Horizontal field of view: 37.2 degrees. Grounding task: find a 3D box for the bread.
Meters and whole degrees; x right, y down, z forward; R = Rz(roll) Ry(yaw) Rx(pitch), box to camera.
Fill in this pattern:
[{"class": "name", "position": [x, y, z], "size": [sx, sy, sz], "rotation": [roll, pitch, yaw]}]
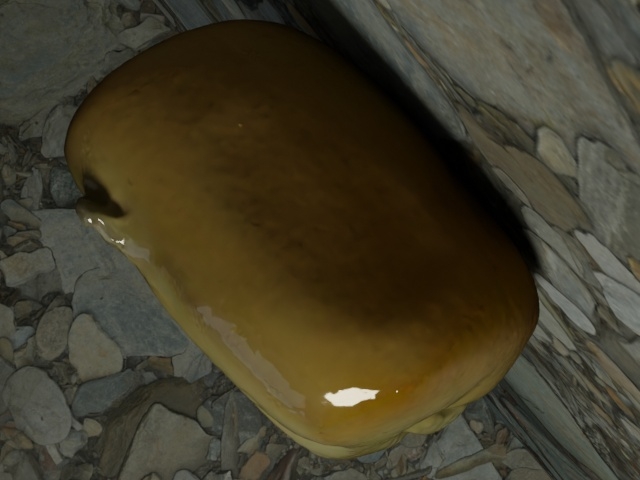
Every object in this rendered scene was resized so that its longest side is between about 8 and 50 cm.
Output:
[{"class": "bread", "position": [0.000, 0.000, 0.817], "size": [0.376, 0.253, 0.348], "rotation": [51, -178, 14]}]
